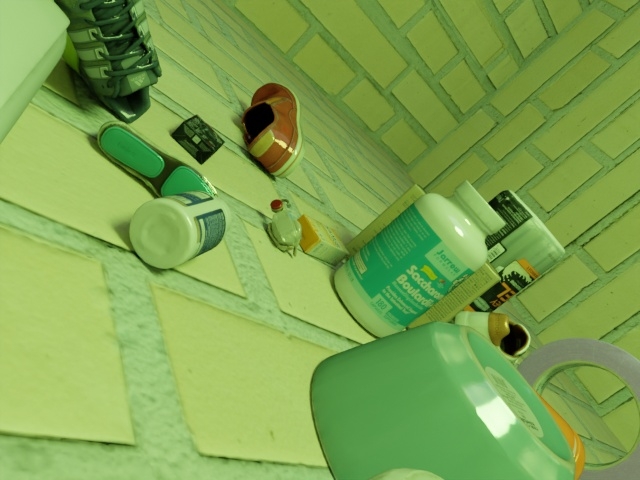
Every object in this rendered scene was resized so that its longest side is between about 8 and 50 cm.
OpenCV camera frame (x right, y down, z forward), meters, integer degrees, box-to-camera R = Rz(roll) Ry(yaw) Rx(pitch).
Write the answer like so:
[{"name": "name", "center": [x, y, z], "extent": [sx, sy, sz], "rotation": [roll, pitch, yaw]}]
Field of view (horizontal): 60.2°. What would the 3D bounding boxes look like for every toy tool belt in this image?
[{"name": "toy tool belt", "center": [-0.054, -0.018, 0.838], "extent": [0.051, 0.052, 0.083], "rotation": [78, -11, -51]}]

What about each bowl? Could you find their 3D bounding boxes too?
[{"name": "bowl", "center": [0.153, 0.211, 0.610], "extent": [0.311, 0.163, 0.311], "rotation": [42, 16, -16]}]

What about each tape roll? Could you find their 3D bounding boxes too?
[{"name": "tape roll", "center": [0.495, 0.324, 1.031], "extent": [0.090, 0.275, 0.275], "rotation": [24, 28, -54]}]

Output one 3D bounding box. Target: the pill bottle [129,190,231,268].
[{"name": "pill bottle", "center": [-0.135, -0.016, 0.564], "extent": [0.067, 0.067, 0.120], "rotation": [48, 16, 1]}]

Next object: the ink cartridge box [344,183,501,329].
[{"name": "ink cartridge box", "center": [0.189, 0.040, 1.051], "extent": [0.235, 0.193, 0.088], "rotation": [49, 14, 4]}]

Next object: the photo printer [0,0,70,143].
[{"name": "photo printer", "center": [-0.319, -0.167, 0.366], "extent": [0.256, 0.107, 0.307], "rotation": [39, 18, -30]}]

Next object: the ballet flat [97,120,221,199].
[{"name": "ballet flat", "center": [-0.176, -0.079, 0.635], "extent": [0.168, 0.057, 0.052], "rotation": [43, 7, -18]}]

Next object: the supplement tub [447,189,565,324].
[{"name": "supplement tub", "center": [0.354, 0.056, 1.227], "extent": [0.193, 0.316, 0.193], "rotation": [43, 17, -17]}]

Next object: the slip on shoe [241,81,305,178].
[{"name": "slip on shoe", "center": [-0.107, -0.249, 1.124], "extent": [0.101, 0.123, 0.331], "rotation": [34, 25, -30]}]

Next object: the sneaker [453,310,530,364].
[{"name": "sneaker", "center": [0.361, 0.231, 1.098], "extent": [0.290, 0.123, 0.106], "rotation": [49, 42, -47]}]

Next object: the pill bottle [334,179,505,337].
[{"name": "pill bottle", "center": [0.159, 0.026, 0.877], "extent": [0.146, 0.264, 0.146], "rotation": [43, 17, -16]}]

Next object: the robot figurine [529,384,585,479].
[{"name": "robot figurine", "center": [0.336, 0.321, 0.898], "extent": [0.219, 0.128, 0.158], "rotation": [44, 1, -8]}]

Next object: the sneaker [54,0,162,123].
[{"name": "sneaker", "center": [-0.222, -0.230, 0.600], "extent": [0.121, 0.111, 0.300], "rotation": [56, -17, 0]}]

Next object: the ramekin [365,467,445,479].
[{"name": "ramekin", "center": [0.068, 0.258, 0.368], "extent": [0.207, 0.109, 0.207], "rotation": [43, 17, -16]}]

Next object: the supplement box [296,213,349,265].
[{"name": "supplement box", "center": [0.000, 0.000, 0.940], "extent": [0.098, 0.036, 0.062], "rotation": [26, 27, -54]}]

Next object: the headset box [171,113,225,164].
[{"name": "headset box", "center": [-0.183, -0.155, 0.838], "extent": [0.062, 0.032, 0.083], "rotation": [44, 15, -14]}]
